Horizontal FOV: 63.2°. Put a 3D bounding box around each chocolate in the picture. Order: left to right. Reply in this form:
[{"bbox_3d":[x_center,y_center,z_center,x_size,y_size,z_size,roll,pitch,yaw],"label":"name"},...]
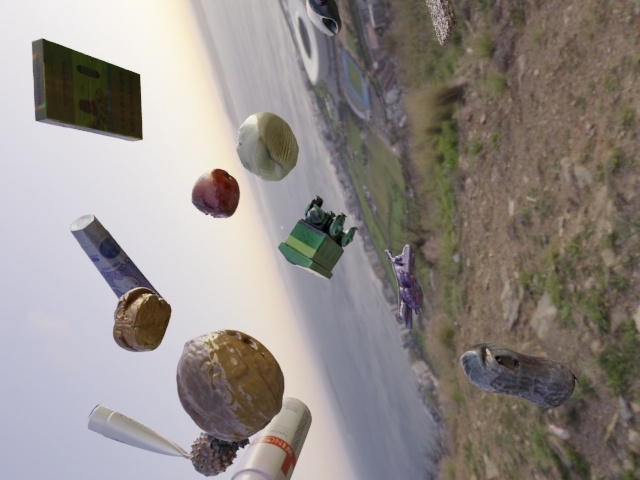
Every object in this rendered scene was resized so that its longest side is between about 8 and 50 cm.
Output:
[{"bbox_3d":[0.417,0.285,1.103,0.110,0.248,0.110,18,-90,-87],"label":"chocolate"}]

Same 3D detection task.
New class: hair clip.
[{"bbox_3d":[0.243,0.114,1.480,0.278,0.090,0.137,-97,-19,-45],"label":"hair clip"}]

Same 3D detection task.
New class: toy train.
[{"bbox_3d":[0.000,0.000,1.524,0.120,0.202,0.301,32,178,18],"label":"toy train"}]

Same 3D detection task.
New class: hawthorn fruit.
[{"bbox_3d":[-0.357,-0.162,1.802,0.173,0.173,0.172,161,90,-84],"label":"hawthorn fruit"}]

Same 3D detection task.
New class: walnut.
[{"bbox_3d":[-0.142,0.217,0.802,0.184,0.155,0.155,41,165,15],"label":"walnut"}]

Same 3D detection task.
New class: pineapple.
[{"bbox_3d":[-0.300,0.608,1.606,0.310,0.170,0.141,-53,14,33],"label":"pineapple"}]

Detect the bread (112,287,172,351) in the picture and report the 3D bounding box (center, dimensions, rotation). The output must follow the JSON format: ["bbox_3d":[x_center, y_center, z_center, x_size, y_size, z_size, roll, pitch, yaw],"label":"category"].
[{"bbox_3d":[-0.226,0.103,0.659,0.081,0.046,0.083,-30,-62,-60],"label":"bread"}]

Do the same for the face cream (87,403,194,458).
[{"bbox_3d":[-0.400,0.438,1.162,0.092,0.244,0.058,103,-171,-70],"label":"face cream"}]

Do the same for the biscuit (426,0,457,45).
[{"bbox_3d":[0.230,-0.526,1.068,0.131,0.025,0.230,-22,-85,-85],"label":"biscuit"}]

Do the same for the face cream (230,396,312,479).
[{"bbox_3d":[-0.098,0.422,0.985,0.345,0.102,0.101,-48,-60,-75],"label":"face cream"}]

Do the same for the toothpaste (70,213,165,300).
[{"bbox_3d":[-0.573,0.085,1.486,0.080,0.125,0.371,-105,-5,-51],"label":"toothpaste"}]

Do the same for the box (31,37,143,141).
[{"bbox_3d":[-0.371,-0.236,0.847,0.193,0.030,0.121,-1,-92,-63],"label":"box"}]

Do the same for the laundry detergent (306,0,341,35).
[{"bbox_3d":[0.014,-0.748,1.685,0.144,0.078,0.221,44,-177,-4],"label":"laundry detergent"}]

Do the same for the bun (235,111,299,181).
[{"bbox_3d":[-0.177,-0.292,1.660,0.229,0.145,0.229,32,-131,-46],"label":"bun"}]
